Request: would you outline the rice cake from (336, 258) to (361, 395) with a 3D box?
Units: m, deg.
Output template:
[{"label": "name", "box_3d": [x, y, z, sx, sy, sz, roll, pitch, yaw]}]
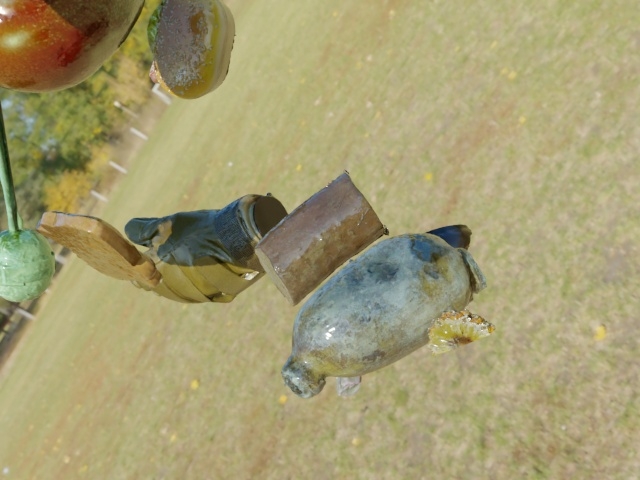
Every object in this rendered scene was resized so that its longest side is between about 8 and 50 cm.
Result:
[{"label": "rice cake", "box_3d": [0.062, 0.166, 1.613, 0.049, 0.055, 0.270, 117, 159, -66]}]

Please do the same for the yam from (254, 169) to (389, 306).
[{"label": "yam", "box_3d": [-0.001, -0.002, 0.850, 0.127, 0.084, 0.084, -37, 13, -7]}]

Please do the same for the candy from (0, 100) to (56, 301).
[{"label": "candy", "box_3d": [-0.523, -0.104, 1.395, 0.119, 0.119, 0.440, -103, 12, -70]}]

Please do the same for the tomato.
[{"label": "tomato", "box_3d": [-0.403, -0.365, 1.198, 0.303, 0.303, 0.239, -60, -18, -9]}]

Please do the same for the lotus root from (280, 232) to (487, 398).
[{"label": "lotus root", "box_3d": [0.082, 0.102, 1.249, 0.349, 0.175, 0.175, -31, 10, -14]}]

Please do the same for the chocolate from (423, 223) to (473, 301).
[{"label": "chocolate", "box_3d": [0.226, 0.049, 1.458, 0.127, 0.124, 0.133, -26, 65, 31]}]

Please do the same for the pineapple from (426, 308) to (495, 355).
[{"label": "pineapple", "box_3d": [0.147, 0.097, 0.912, 0.083, 0.045, 0.019, -24, 12, 32]}]

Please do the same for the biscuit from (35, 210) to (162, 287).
[{"label": "biscuit", "box_3d": [-0.258, 0.006, 0.975, 0.250, 0.162, 0.035, 144, 149, -74]}]

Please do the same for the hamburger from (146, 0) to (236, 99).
[{"label": "hamburger", "box_3d": [-0.250, -0.377, 1.590, 0.116, 0.173, 0.210, -7, -64, -54]}]

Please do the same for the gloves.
[{"label": "gloves", "box_3d": [-0.188, 0.025, 1.264, 0.331, 0.154, 0.141, -19, 60, 37]}]
